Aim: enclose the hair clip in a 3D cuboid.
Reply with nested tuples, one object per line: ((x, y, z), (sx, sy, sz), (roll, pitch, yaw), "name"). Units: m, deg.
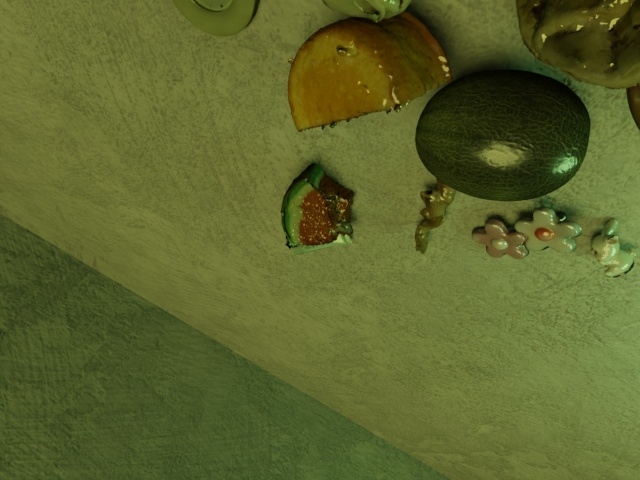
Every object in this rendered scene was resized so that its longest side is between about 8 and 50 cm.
((0.496, -0.015, 1.042), (0.146, 0.075, 0.257), (42, 143, -23), "hair clip")

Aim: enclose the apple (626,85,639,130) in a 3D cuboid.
((0.592, -0.230, 0.556), (0.277, 0.319, 0.319), (2, 145, -20), "apple")

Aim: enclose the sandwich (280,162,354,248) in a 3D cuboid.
((-0.010, -0.093, 1.218), (0.212, 0.109, 0.292), (7, 139, 15), "sandwich")

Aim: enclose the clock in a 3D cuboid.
((-0.235, -0.557, 0.907), (0.234, 0.029, 0.235), (17, 141, 15), "clock")

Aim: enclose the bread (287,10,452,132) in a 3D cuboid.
((0.062, -0.335, 0.828), (0.340, 0.194, 0.179), (5, 125, 48), "bread")

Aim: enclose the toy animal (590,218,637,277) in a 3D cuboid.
((0.661, 0.023, 0.982), (0.124, 0.071, 0.085), (42, 139, -16), "toy animal")

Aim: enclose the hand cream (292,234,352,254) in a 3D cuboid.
((0.000, 0.000, 1.353), (0.204, 0.050, 0.078), (-16, 107, 34), "hand cream")

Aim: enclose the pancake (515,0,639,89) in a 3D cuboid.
((0.401, -0.391, 0.526), (0.387, 0.082, 0.387), (19, 112, 56), "pancake")

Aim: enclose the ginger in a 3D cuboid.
((0.285, -0.079, 1.087), (0.089, 0.075, 0.288), (4, 135, -7), "ginger")

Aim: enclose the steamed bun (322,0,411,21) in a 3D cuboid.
((0.093, -0.490, 0.658), (0.268, 0.207, 0.280), (30, 106, 30), "steamed bun")

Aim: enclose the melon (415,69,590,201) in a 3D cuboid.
((0.328, -0.194, 0.806), (0.301, 0.237, 0.238), (14, 139, 25), "melon")
